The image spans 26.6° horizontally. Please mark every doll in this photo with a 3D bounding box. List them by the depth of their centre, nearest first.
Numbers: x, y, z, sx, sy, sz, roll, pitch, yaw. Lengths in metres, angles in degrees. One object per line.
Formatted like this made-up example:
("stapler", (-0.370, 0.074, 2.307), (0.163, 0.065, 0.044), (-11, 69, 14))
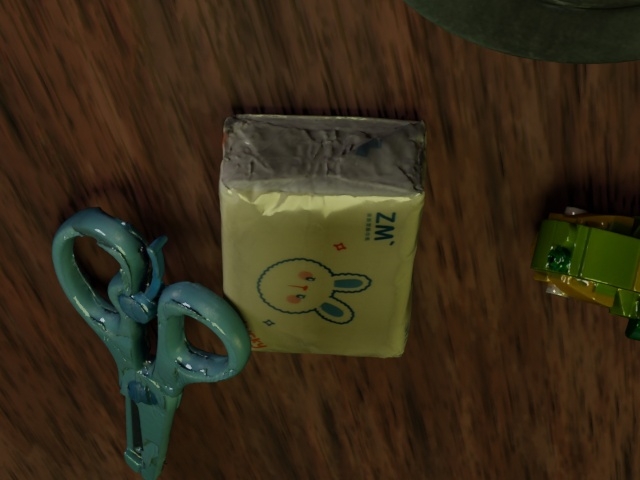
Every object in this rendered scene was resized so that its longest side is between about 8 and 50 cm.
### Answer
("doll", (0.251, 0.024, 1.022), (0.186, 0.106, 0.134), (14, 180, 6))

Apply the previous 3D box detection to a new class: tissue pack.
("tissue pack", (0.000, 0.000, 1.010), (0.148, 0.092, 0.196), (2, 138, 0))

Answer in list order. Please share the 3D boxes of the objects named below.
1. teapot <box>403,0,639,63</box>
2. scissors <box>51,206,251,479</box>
("teapot", (0.162, -0.255, 0.610), (0.321, 0.239, 0.239), (-25, 135, 32))
("scissors", (-0.149, 0.112, 1.139), (0.180, 0.032, 0.393), (33, 148, 12))
